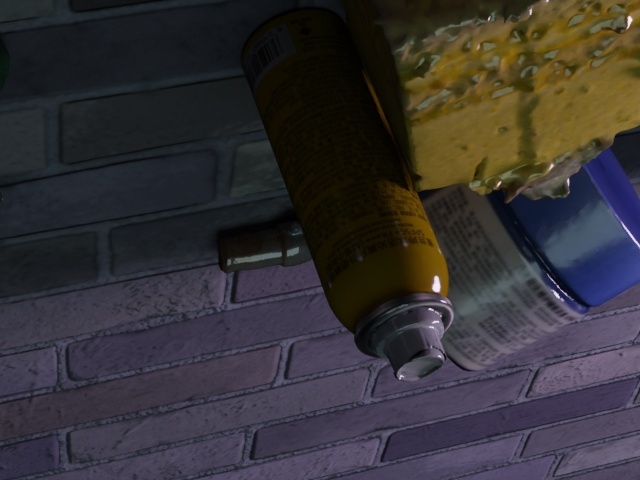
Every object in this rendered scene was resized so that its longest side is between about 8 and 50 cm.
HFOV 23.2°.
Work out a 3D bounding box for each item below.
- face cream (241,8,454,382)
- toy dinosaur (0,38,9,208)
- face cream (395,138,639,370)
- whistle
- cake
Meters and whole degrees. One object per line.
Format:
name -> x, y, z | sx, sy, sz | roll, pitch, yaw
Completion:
face cream -> 0.028, -0.037, 1.320 | 0.105, 0.349, 0.105 | -15, 147, -10
toy dinosaur -> -0.321, -0.053, 1.358 | 0.292, 0.079, 0.120 | -43, 144, 25
face cream -> 0.177, -0.025, 1.517 | 0.225, 0.249, 0.249 | -31, 147, 16
whistle -> 0.000, 0.000, 1.637 | 0.220, 0.057, 0.107 | -9, 147, -15
cake -> 0.143, -0.181, 1.289 | 0.222, 0.227, 0.286 | -18, 146, -1
